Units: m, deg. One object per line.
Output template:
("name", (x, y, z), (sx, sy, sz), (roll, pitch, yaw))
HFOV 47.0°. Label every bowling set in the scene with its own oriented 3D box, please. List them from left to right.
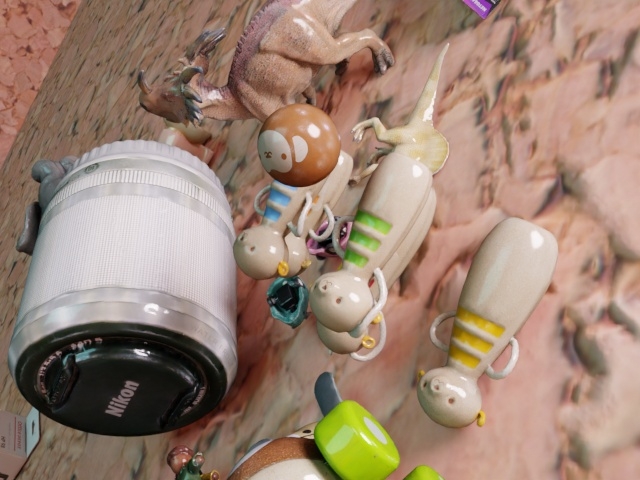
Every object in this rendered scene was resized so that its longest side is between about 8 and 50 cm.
("bowling set", (0.000, 0.000, 0.538), (0.287, 0.200, 0.154), (28, 92, 49))

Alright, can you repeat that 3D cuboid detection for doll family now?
("doll family", (-0.136, 0.267, 0.677), (0.193, 0.076, 0.111), (-52, 38, 21))

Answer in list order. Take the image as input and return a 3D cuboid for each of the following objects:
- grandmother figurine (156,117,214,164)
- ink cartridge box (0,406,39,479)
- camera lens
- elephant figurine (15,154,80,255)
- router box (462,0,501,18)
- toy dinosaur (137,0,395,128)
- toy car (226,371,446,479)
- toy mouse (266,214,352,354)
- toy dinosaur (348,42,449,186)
("grandmother figurine", (-0.266, -0.018, 1.070), (0.342, 0.104, 0.208), (-64, 4, 2))
("ink cartridge box", (-0.520, 0.345, 1.173), (0.180, 0.060, 0.104), (-55, 32, 10))
("camera lens", (-0.200, 0.053, 0.793), (0.219, 0.219, 0.274), (-40, 38, 30))
("elephant figurine", (-0.453, -0.015, 1.303), (0.169, 0.186, 0.239), (36, 113, 15))
("router box", (0.165, -0.316, 0.724), (0.133, 0.046, 0.179), (-46, 35, 25))
("toy dinosaur", (-0.053, -0.204, 0.802), (0.295, 0.200, 0.127), (-50, 33, 17))
("toy car", (-0.011, 0.168, 0.527), (0.155, 0.149, 0.188), (-44, 22, 6))
("toy mouse", (-0.003, 0.031, 0.693), (0.143, 0.031, 0.161), (3, 60, 44))
("toy dinosaur", (0.078, -0.088, 0.683), (0.093, 0.053, 0.183), (0, 66, 35))
